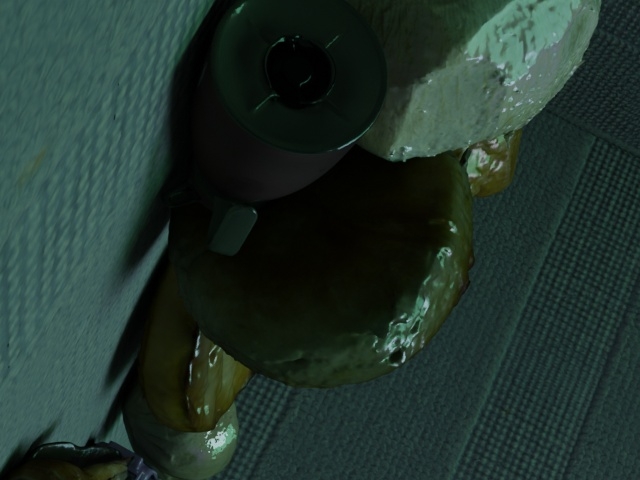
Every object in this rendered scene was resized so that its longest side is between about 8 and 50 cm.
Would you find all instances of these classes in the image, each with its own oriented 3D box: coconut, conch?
[{"bbox_3d":[0.111,-0.236,1.228,0.255,0.297,0.297,104,11,-56],"label":"coconut"},{"bbox_3d":[-0.243,0.234,1.236,0.080,0.086,0.233,-63,177,1],"label":"conch"}]

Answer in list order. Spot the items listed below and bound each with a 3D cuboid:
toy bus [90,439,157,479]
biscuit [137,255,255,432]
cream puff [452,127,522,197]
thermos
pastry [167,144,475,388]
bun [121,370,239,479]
[{"bbox_3d":[-0.286,0.345,1.654,0.199,0.096,0.108,-59,173,-26],"label":"toy bus"},{"bbox_3d":[-0.132,0.084,1.599,0.296,0.102,0.296,16,90,-77],"label":"biscuit"},{"bbox_3d":[0.132,-0.203,1.538,0.327,0.231,0.343,33,67,-78],"label":"cream puff"},{"bbox_3d":[-0.054,-0.087,1.159,0.265,0.146,0.176,132,-26,-65],"label":"thermos"},{"bbox_3d":[0.000,0.000,1.324,0.330,0.329,0.136,-62,152,-28],"label":"pastry"},{"bbox_3d":[-0.200,0.235,1.775,0.127,0.179,0.193,-17,-175,-31],"label":"bun"}]
